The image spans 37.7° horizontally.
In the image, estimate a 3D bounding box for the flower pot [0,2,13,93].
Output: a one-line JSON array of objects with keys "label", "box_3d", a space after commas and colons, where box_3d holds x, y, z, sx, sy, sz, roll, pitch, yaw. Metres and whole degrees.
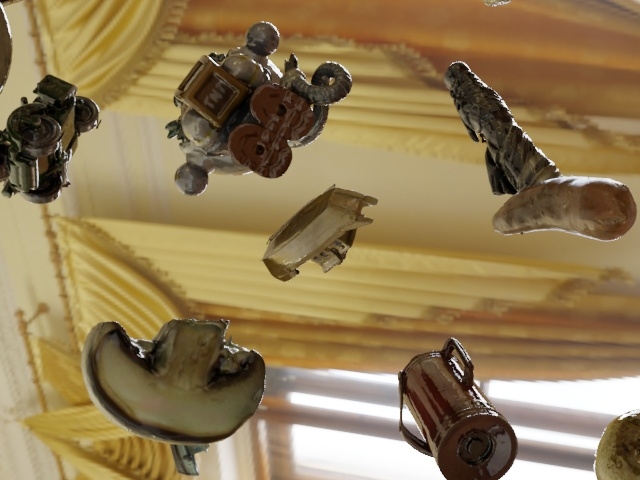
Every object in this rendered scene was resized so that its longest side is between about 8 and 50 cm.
[{"label": "flower pot", "box_3d": [-0.556, -0.228, 1.189, 0.294, 0.330, 0.293, -3, -85, -41]}]

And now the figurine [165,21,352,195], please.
[{"label": "figurine", "box_3d": [-0.118, -0.172, 1.299, 0.261, 0.186, 0.382, -47, 17, 0]}]

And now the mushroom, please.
[{"label": "mushroom", "box_3d": [-0.232, 0.220, 1.433, 0.164, 0.267, 0.189, 146, 123, -64]}]

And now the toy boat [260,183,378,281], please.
[{"label": "toy boat", "box_3d": [0.000, 0.000, 1.063, 0.206, 0.072, 0.064, -34, 30, 55]}]

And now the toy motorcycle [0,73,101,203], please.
[{"label": "toy motorcycle", "box_3d": [-0.460, -0.182, 1.552, 0.205, 0.127, 0.275, 108, 176, -53]}]

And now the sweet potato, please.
[{"label": "sweet potato", "box_3d": [0.363, -0.047, 1.405, 0.292, 0.097, 0.097, 1, 83, 63]}]

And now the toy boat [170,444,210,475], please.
[{"label": "toy boat", "box_3d": [-0.222, 0.333, 1.587, 0.059, 0.066, 0.140, 72, 180, -58]}]

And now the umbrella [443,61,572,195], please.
[{"label": "umbrella", "box_3d": [0.327, -0.179, 1.691, 0.113, 0.357, 0.106, -6, -37, -41]}]

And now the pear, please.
[{"label": "pear", "box_3d": [0.461, 0.307, 1.289, 0.136, 0.167, 0.167, 77, -156, -44]}]

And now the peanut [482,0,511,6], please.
[{"label": "peanut", "box_3d": [0.326, -0.453, 1.694, 0.113, 0.054, 0.053, -172, 88, -71]}]

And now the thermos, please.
[{"label": "thermos", "box_3d": [0.153, 0.192, 1.131, 0.232, 0.099, 0.124, -117, 45, -69]}]

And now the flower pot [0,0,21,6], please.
[{"label": "flower pot", "box_3d": [-0.481, -0.444, 1.415, 0.148, 0.235, 0.235, -13, -64, -27]}]
